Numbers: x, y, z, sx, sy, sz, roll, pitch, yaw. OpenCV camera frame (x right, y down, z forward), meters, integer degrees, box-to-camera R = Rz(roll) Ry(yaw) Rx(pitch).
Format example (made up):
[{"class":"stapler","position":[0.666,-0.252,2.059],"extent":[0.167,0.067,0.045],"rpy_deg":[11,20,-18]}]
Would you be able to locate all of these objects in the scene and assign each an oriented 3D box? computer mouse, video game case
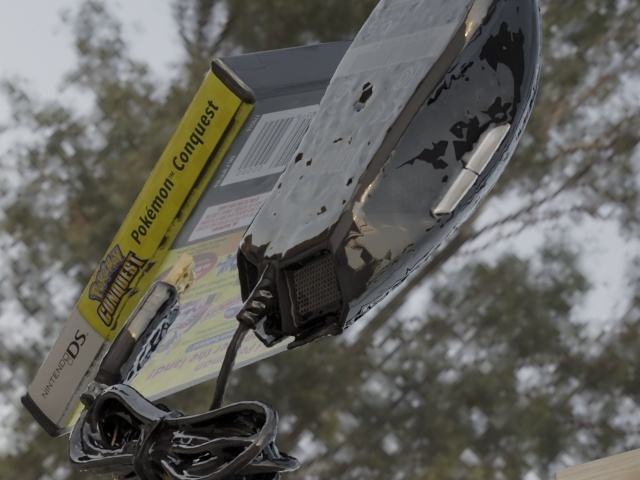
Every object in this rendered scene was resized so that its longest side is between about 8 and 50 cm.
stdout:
[{"class":"computer mouse","position":[0.000,0.000,0.658],"extent":[0.060,0.262,0.184],"rpy_deg":[36,-22,-21]},{"class":"video game case","position":[-0.023,-0.013,0.972],"extent":[0.035,0.275,0.248],"rpy_deg":[44,-59,20]}]

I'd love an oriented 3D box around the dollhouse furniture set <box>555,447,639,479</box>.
[{"class":"dollhouse furniture set","position":[0.309,0.362,1.167],"extent":[0.394,0.362,0.256],"rpy_deg":[-95,165,-49]}]
